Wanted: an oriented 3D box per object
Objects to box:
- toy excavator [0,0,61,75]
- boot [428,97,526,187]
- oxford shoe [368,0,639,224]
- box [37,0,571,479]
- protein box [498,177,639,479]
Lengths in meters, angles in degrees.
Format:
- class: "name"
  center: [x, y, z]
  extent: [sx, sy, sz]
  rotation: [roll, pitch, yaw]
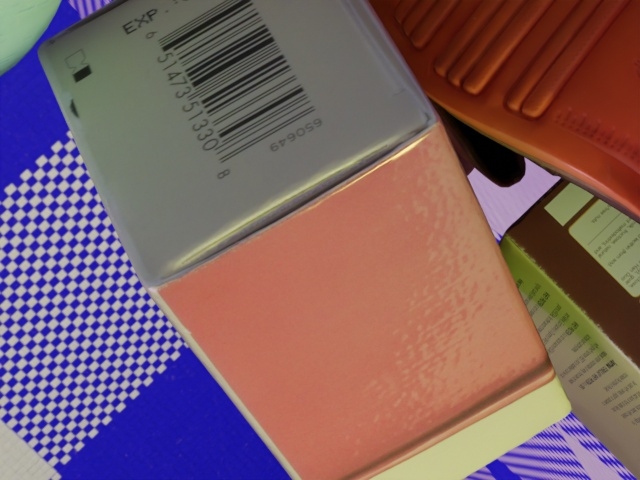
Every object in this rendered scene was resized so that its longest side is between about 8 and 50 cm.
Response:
- class: "toy excavator"
  center: [-0.177, -0.182, 0.606]
  extent: [0.445, 0.222, 0.433]
  rotation: [-8, 108, 31]
- class: "boot"
  center: [0.063, -0.098, 0.997]
  extent: [0.264, 0.096, 0.280]
  rotation: [65, 173, -28]
- class: "oxford shoe"
  center: [0.137, -0.064, 0.724]
  extent: [0.133, 0.130, 0.363]
  rotation: [31, -165, -51]
- class: "box"
  center: [0.000, 0.000, 0.752]
  extent: [0.148, 0.127, 0.232]
  rotation: [60, -179, 38]
- class: "protein box"
  center: [0.198, 0.042, 0.875]
  extent: [0.201, 0.136, 0.200]
  rotation: [46, 172, 8]
